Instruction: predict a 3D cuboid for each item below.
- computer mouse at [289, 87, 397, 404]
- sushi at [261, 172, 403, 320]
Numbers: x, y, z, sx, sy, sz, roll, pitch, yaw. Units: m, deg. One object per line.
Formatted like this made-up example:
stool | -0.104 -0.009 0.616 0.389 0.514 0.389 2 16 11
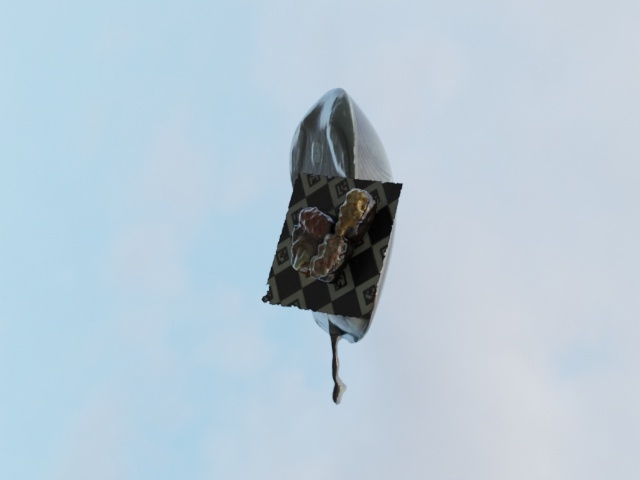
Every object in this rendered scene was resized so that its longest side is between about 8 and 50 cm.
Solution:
computer mouse | 0.036 0.009 1.392 0.167 0.090 0.379 -167 -105 -64
sushi | 0.000 0.000 0.975 0.126 0.026 0.120 7 -100 43
